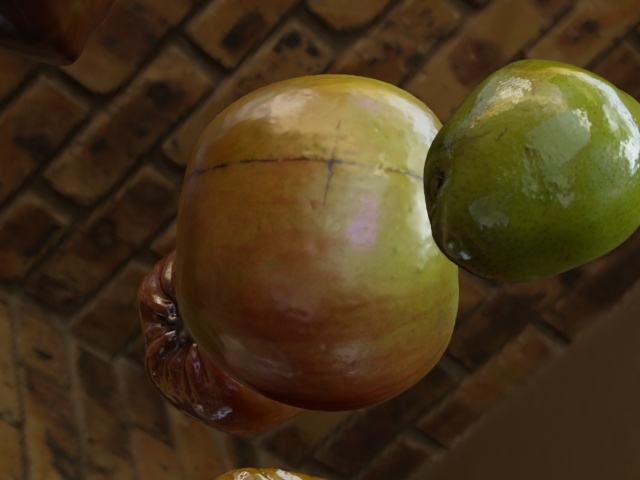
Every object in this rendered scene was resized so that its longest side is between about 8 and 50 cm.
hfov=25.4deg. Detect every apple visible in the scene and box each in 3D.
[{"bbox_3d":[0.000,0.000,1.194,0.233,0.286,0.286,1,-128,6],"label":"apple"}]

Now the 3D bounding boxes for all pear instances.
[{"bbox_3d":[0.083,-0.027,0.556,0.097,0.092,0.092,-32,-159,-35],"label":"pear"}]

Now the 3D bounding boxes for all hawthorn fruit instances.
[{"bbox_3d":[-0.076,0.108,1.817,0.277,0.298,0.277,-10,-104,45],"label":"hawthorn fruit"}]

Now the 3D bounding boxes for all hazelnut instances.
[{"bbox_3d":[-0.234,-0.233,1.133,0.208,0.208,0.208,-30,-140,30],"label":"hazelnut"}]

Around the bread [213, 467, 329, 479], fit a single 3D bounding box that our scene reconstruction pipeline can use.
[{"bbox_3d":[-0.024,0.453,1.594,0.215,0.398,0.398,-42,-149,49],"label":"bread"}]
